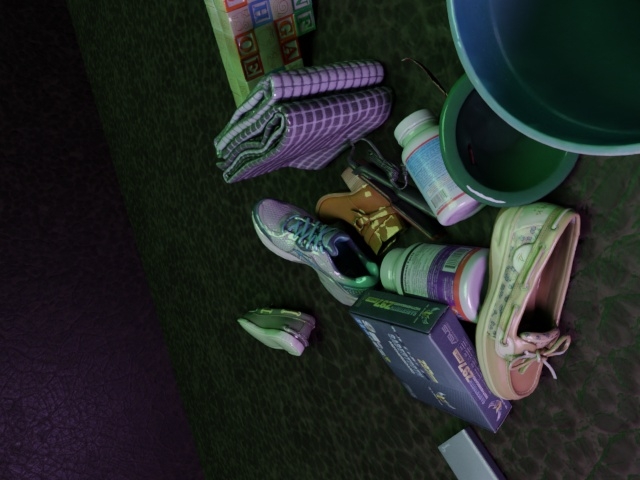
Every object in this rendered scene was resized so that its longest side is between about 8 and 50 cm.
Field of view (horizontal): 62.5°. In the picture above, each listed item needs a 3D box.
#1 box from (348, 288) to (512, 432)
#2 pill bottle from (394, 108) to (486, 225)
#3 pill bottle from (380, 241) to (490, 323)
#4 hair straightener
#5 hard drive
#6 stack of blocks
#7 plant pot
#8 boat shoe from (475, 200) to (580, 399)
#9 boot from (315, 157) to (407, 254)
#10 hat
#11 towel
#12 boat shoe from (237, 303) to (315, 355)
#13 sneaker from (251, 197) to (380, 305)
[{"bbox_3d":[0.170,0.185,0.832,0.183,0.059,0.232,5,137,55],"label":"box"},{"bbox_3d":[0.174,-0.109,0.766,0.160,0.087,0.087,63,146,18],"label":"pill bottle"},{"bbox_3d":[0.183,0.058,0.803,0.193,0.108,0.108,8,110,56],"label":"pill bottle"},{"bbox_3d":[0.125,-0.103,0.853,0.230,0.047,0.089,45,137,25],"label":"hair straightener"},{"bbox_3d":[0.267,0.395,0.899,0.135,0.022,0.094,57,144,25],"label":"hard drive"},{"bbox_3d":[-0.103,-0.395,0.981,0.087,0.171,0.297,39,152,43],"label":"stack of blocks"},{"bbox_3d":[0.283,-0.218,0.401,0.272,0.255,0.271,28,125,48],"label":"plant pot"},{"bbox_3d":[0.272,0.090,0.687,0.089,0.105,0.285,22,120,54],"label":"boat shoe"},{"bbox_3d":[0.070,-0.037,0.972,0.152,0.073,0.197,58,149,14],"label":"boot"},{"bbox_3d":[0.225,-0.163,0.707,0.183,0.173,0.208,-89,-14,-75],"label":"hat"},{"bbox_3d":[-0.039,-0.194,0.919,0.284,0.235,0.121,-25,88,57],"label":"towel"},{"bbox_3d":[-0.113,0.214,1.333,0.109,0.091,0.305,44,158,-24],"label":"boat shoe"},{"bbox_3d":[0.000,0.000,0.981,0.283,0.110,0.122,36,155,1],"label":"sneaker"}]
